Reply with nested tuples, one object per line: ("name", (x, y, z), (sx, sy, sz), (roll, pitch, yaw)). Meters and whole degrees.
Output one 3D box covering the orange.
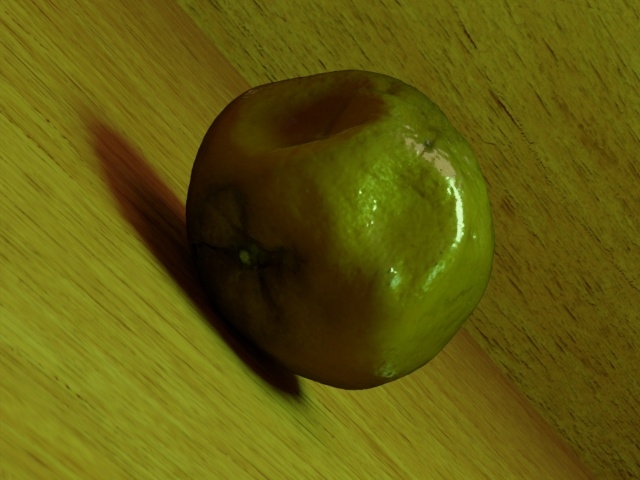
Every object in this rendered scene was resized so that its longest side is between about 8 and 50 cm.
("orange", (0.000, 0.000, 1.034), (0.249, 0.183, 0.249), (27, -54, 45))
